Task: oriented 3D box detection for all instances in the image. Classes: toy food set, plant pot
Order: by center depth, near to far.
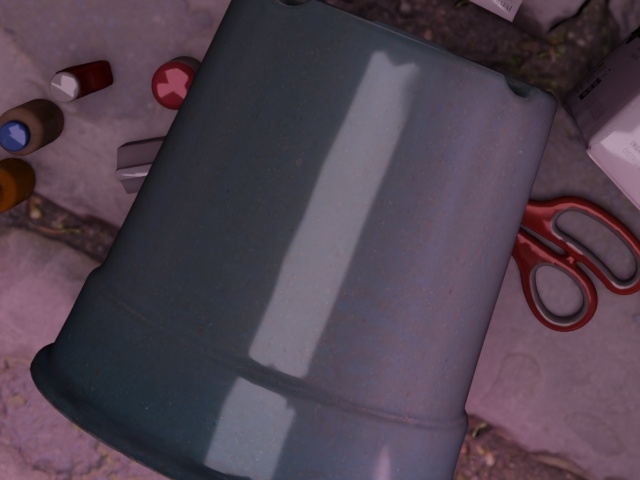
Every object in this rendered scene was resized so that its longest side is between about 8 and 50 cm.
[{"bbox_3d":[0.000,0.000,1.234,0.341,0.341,0.334,21,96,1],"label":"plant pot"},{"bbox_3d":[-0.176,-0.088,1.336,0.232,0.104,0.111,-9,100,7],"label":"toy food set"}]

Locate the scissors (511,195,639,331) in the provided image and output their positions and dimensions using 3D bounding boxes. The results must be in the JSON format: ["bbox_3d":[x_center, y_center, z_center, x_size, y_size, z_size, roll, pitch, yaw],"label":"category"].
[{"bbox_3d":[0.137,-0.042,1.361,0.297,0.021,0.109,41,110,-1],"label":"scissors"}]

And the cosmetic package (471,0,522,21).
[{"bbox_3d":[0.067,-0.270,1.301,0.239,0.060,0.099,27,100,0],"label":"cosmetic package"}]

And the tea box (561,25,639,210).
[{"bbox_3d":[0.365,-0.117,1.168,0.323,0.329,0.220,-43,94,10],"label":"tea box"}]
